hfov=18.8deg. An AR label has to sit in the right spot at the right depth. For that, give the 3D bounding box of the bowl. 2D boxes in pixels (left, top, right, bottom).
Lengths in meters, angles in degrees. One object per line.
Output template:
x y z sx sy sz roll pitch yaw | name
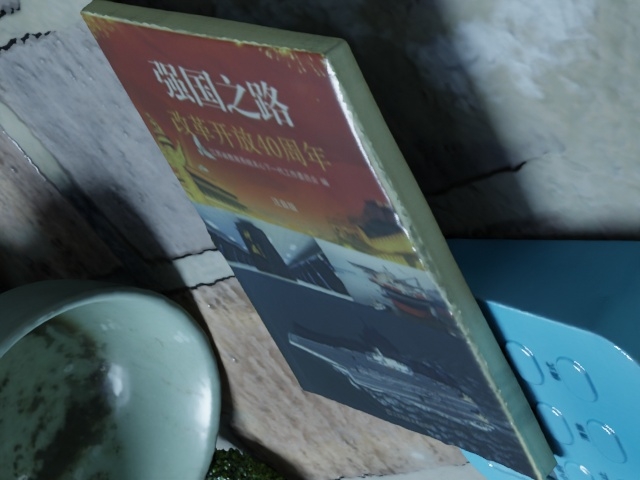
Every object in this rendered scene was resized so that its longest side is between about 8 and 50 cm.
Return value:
-0.230 0.148 1.531 0.146 0.289 0.289 26 147 40 | bowl

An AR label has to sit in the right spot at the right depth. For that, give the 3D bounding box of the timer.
0.162 0.108 1.314 0.250 0.091 0.232 3 135 41 | timer

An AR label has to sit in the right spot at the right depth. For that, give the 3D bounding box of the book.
0.000 0.000 1.313 0.262 0.028 0.374 17 145 49 | book

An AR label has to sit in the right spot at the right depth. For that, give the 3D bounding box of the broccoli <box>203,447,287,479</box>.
-0.064 0.225 1.640 0.097 0.095 0.092 7 176 -24 | broccoli
